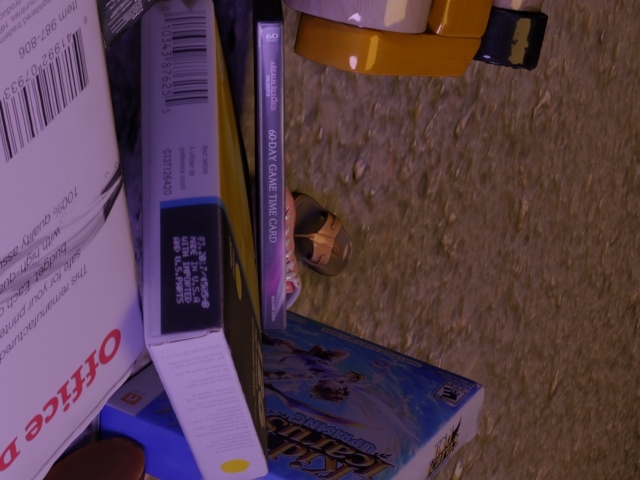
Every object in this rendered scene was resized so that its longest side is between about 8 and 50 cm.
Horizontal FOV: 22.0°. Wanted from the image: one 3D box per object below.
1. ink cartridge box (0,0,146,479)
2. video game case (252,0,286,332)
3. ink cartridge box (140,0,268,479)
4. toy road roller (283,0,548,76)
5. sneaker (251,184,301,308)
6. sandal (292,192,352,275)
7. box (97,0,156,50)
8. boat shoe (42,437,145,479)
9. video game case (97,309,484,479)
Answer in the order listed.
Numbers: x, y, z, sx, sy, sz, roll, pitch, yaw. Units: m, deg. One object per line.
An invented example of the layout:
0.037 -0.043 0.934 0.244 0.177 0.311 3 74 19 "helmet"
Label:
-0.262 -0.008 0.973 0.285 0.166 0.395 -50 149 -40 "ink cartridge box"
-0.044 -0.088 1.402 0.196 0.026 0.274 -98 -172 -63 "video game case"
-0.084 0.024 1.299 0.307 0.072 0.304 76 7 -56 "ink cartridge box"
0.051 -0.262 1.385 0.329 0.240 0.203 -8 114 -54 "toy road roller"
-0.042 0.011 1.576 0.051 0.070 0.134 -8 128 -17 "sneaker"
0.000 0.000 1.691 0.180 0.049 0.072 31 79 -62 "sandal"
-0.153 -0.220 1.066 0.180 0.147 0.078 -53 151 -35 "box"
-0.224 0.252 1.389 0.207 0.073 0.073 -42 146 -35 "boat shoe"
-0.023 0.160 1.497 0.244 0.269 0.061 -38 140 -51 "video game case"
